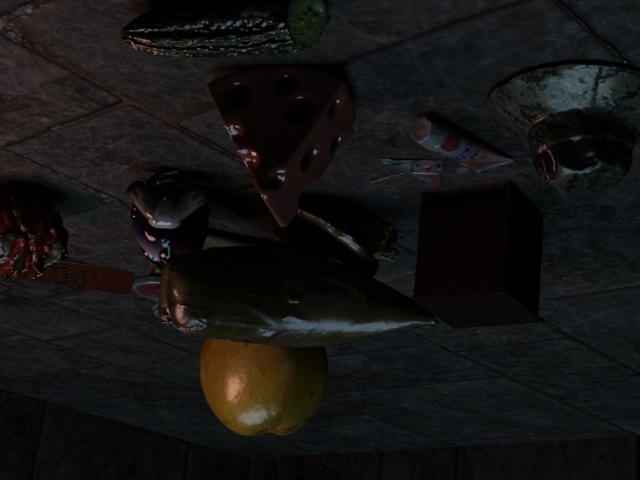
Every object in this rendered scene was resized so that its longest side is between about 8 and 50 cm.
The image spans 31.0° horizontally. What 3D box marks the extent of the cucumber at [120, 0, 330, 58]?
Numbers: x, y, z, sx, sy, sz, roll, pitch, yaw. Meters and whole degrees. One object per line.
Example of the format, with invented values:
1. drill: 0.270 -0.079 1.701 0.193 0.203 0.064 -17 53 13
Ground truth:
1. cucumber: -0.123 -0.265 1.447 0.265 0.077 0.077 -1 159 22

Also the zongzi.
1. zongzi: -0.054 0.105 1.963 0.393 0.174 0.356 9 -176 43

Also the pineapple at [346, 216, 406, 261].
1. pineapple: 0.088 0.009 2.116 0.116 0.069 0.137 -8 157 31

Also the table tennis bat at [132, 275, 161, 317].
1. table tennis bat: -0.307 0.113 2.331 0.153 0.040 0.244 13 161 -11

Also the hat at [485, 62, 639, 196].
1. hat: 0.362 -0.133 1.588 0.265 0.128 0.265 2 162 1

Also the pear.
1. pear: -0.123 0.286 2.587 0.314 0.314 0.314 5 159 2

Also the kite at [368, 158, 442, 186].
1. kite: 0.144 -0.108 1.879 0.137 0.005 0.152 22 155 -35

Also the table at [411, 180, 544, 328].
1. table: 0.272 0.029 1.941 0.169 0.193 0.172 -7 156 30

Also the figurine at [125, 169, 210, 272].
1. figurine: -0.258 -0.023 2.025 0.145 0.145 0.222 5 156 1

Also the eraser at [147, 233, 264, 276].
1. eraser: -0.193 0.059 2.294 0.274 0.092 0.210 13 162 -15

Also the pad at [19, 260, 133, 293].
1. pad: -0.551 0.077 2.560 0.267 0.004 0.181 10 159 -9

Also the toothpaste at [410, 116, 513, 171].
1. toothpaste: 0.209 -0.138 1.738 0.067 0.043 0.194 -17 156 40

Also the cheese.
1. cheese: -0.077 -0.155 1.622 0.177 0.203 0.128 30 170 21

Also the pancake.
1. pancake: 0.000 0.000 2.063 0.235 0.029 0.212 16 155 39

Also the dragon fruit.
1. dragon fruit: -0.560 -0.013 2.098 0.188 0.182 0.182 4 164 -37
